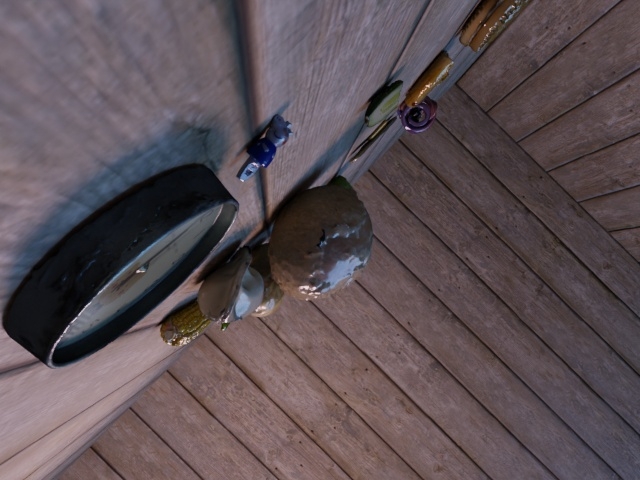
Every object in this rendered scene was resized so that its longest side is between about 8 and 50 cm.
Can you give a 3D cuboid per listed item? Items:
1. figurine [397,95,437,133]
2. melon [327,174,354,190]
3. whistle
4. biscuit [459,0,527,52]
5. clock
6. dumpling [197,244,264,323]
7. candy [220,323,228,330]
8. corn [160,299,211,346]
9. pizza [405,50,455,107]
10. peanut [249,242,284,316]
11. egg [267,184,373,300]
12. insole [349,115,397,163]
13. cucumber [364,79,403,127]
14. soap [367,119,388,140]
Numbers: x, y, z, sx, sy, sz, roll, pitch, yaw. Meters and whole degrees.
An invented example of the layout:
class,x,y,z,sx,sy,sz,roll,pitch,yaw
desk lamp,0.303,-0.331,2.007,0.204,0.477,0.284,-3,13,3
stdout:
class,x,y,z,sx,sy,sz,roll,pitch,yaw
figurine,0.312,-0.427,1.374,0.157,0.126,0.114,-85,169,-51
melon,0.069,-0.167,1.515,0.064,0.118,0.209,-32,166,-6
whistle,-0.062,-0.099,0.457,0.083,0.029,0.033,-50,143,1
biscuit,0.446,-0.572,1.026,0.259,0.079,0.259,-46,179,-1
clock,-0.170,0.025,0.400,0.226,0.049,0.226,-44,180,0
dumpling,-0.186,0.093,0.925,0.247,0.142,0.172,-152,-101,-72
candy,-0.270,0.154,1.344,0.246,0.069,0.149,-63,-175,8
corn,-0.319,0.199,1.038,0.080,0.080,0.238,-45,179,9
pizza,0.319,-0.458,1.198,0.182,0.062,0.161,-48,-176,40
peanut,-0.161,0.102,1.197,0.149,0.149,0.313,-45,-162,25
egg,0.000,0.000,1.059,0.310,0.279,0.279,-49,-179,-16
insole,0.172,-0.332,1.382,0.248,0.011,0.081,-48,-165,-25
cucumber,0.119,-0.274,0.846,0.107,0.035,0.067,-44,161,-23
soap,0.183,-0.352,1.343,0.089,0.012,0.034,-45,-177,20
